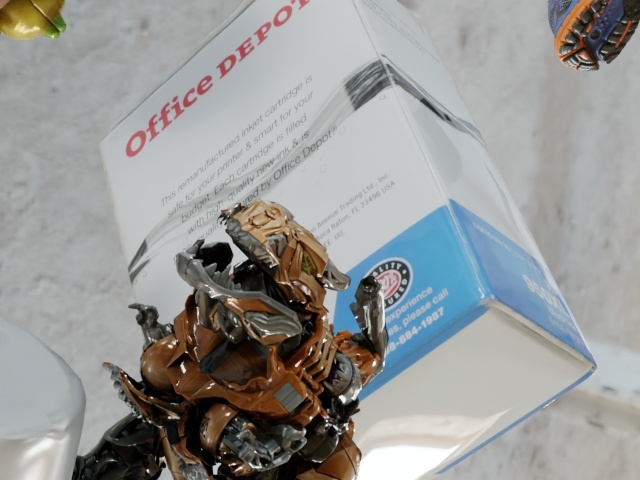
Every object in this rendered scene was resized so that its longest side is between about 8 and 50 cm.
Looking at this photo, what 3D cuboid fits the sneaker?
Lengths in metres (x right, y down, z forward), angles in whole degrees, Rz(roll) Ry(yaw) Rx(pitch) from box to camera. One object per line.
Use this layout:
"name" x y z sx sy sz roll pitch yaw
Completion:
"sneaker" 0.272 -0.262 1.149 0.083 0.087 0.221 20 120 -33

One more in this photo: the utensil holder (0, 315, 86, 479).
"utensil holder" -0.264 0.187 0.367 0.327 0.327 0.385 14 93 -57

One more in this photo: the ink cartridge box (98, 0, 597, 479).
"ink cartridge box" 0.000 0.000 1.033 0.285 0.395 0.166 -38 139 22

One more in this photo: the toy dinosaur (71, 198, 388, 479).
"toy dinosaur" -0.046 0.126 0.688 0.218 0.164 0.322 -29 121 -22

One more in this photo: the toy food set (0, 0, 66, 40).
"toy food set" -0.205 -0.143 0.737 0.128 0.071 0.218 -46 170 9
